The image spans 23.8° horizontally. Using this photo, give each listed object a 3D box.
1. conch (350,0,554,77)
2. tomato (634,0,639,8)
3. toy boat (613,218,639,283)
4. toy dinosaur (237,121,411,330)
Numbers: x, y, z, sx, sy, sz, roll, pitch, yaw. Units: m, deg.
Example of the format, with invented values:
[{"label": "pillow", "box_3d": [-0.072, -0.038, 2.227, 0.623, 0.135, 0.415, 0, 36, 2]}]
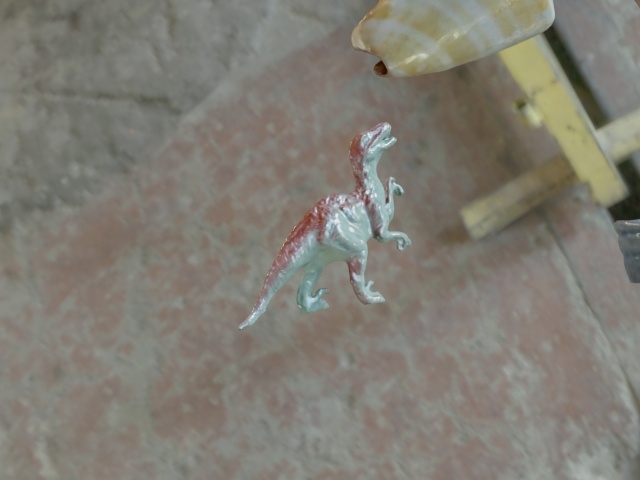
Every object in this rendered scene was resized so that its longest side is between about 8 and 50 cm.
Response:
[{"label": "conch", "box_3d": [0.162, -0.266, 1.652, 0.255, 0.127, 0.158, -37, 84, -27]}, {"label": "tomato", "box_3d": [0.225, -0.190, 0.665, 0.224, 0.256, 0.256, -19, 53, 4]}, {"label": "toy boat", "box_3d": [0.414, 0.002, 1.462, 0.283, 0.127, 0.078, 0, 93, 55]}, {"label": "toy dinosaur", "box_3d": [0.000, 0.000, 1.531, 0.242, 0.167, 0.053, -25, 13, -24]}]
